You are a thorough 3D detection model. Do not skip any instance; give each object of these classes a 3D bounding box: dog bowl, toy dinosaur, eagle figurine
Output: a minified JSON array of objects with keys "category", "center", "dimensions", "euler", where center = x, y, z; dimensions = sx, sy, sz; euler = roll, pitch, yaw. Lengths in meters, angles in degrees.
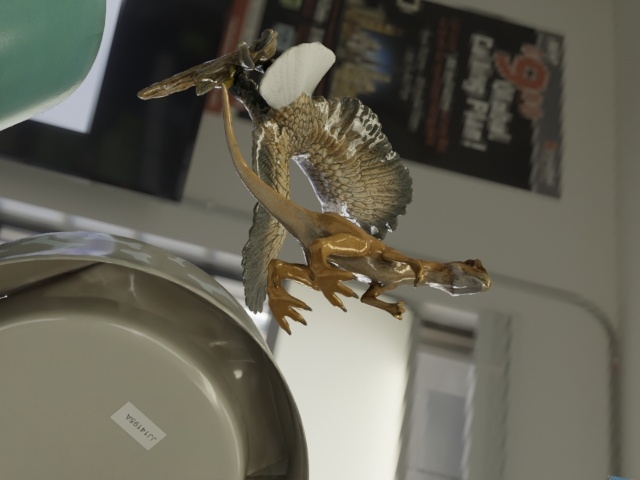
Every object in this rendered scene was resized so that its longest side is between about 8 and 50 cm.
[{"category":"dog bowl","center":[-0.181,0.150,1.023],"dimensions":[0.102,0.349,0.349],"euler":[-96,-160,-66]},{"category":"toy dinosaur","center":[0.000,0.000,0.850],"dimensions":[0.064,0.211,0.112],"euler":[-61,179,38]},{"category":"eagle figurine","center":[-0.035,-0.092,1.597],"dimensions":[0.298,0.226,0.225],"euler":[65,18,-5]}]

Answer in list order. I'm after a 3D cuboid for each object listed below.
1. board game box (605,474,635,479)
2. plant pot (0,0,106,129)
[{"category":"board game box","center":[0.406,0.380,1.392],"dimensions":[0.232,0.291,0.141],"euler":[-37,131,-59]},{"category":"plant pot","center":[-0.366,-0.198,1.143],"dimensions":[0.235,0.293,0.293],"euler":[-46,157,-54]}]
